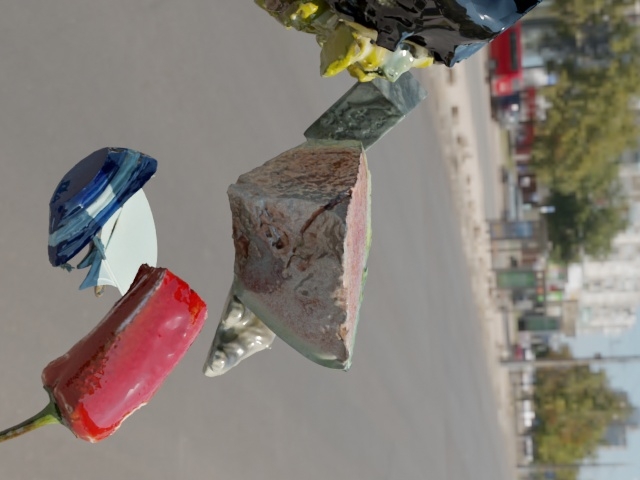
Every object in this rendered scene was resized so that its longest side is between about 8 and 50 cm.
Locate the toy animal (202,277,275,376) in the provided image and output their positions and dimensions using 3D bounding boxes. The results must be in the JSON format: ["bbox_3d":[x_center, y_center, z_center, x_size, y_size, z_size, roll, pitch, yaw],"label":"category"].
[{"bbox_3d":[-0.072,0.098,2.087,0.266,0.188,0.307,126,-18,-48],"label":"toy animal"}]

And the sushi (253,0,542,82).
[{"bbox_3d":[0.103,-0.344,1.640,0.285,0.329,0.328,-52,175,40],"label":"sushi"}]

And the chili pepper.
[{"bbox_3d":[-0.288,0.189,1.599,0.338,0.134,0.131,-49,112,-18],"label":"chili pepper"}]

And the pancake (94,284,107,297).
[{"bbox_3d":[-0.360,0.010,2.161,0.199,0.021,0.199,-159,-90,-85],"label":"pancake"}]

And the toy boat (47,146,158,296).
[{"bbox_3d":[-0.295,0.014,1.728,0.210,0.070,0.291,-27,123,-45],"label":"toy boat"}]

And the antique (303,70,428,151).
[{"bbox_3d":[0.062,-0.187,1.855,0.088,0.183,0.086,47,43,-3],"label":"antique"}]

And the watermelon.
[{"bbox_3d":[0.000,0.000,1.612,0.232,0.193,0.310,27,80,-59],"label":"watermelon"}]
